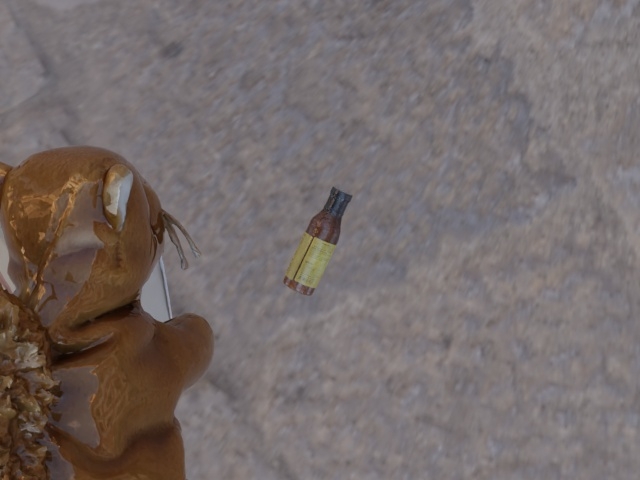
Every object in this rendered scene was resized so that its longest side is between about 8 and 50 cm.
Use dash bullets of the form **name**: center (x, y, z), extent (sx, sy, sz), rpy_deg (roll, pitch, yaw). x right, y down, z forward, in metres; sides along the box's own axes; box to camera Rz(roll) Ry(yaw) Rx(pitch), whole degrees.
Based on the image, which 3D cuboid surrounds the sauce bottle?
- **sauce bottle**: center (0.000, 0.000, 1.802), extent (0.042, 0.042, 0.128), rpy_deg (28, 99, 3)

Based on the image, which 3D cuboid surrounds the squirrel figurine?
- **squirrel figurine**: center (-0.251, 0.105, 1.400), extent (0.281, 0.397, 0.370), rpy_deg (10, 103, 35)

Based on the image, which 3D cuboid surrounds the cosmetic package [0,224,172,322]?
- **cosmetic package**: center (-0.285, 0.029, 1.782), extent (0.153, 0.296, 0.129), rpy_deg (-16, 113, -17)
